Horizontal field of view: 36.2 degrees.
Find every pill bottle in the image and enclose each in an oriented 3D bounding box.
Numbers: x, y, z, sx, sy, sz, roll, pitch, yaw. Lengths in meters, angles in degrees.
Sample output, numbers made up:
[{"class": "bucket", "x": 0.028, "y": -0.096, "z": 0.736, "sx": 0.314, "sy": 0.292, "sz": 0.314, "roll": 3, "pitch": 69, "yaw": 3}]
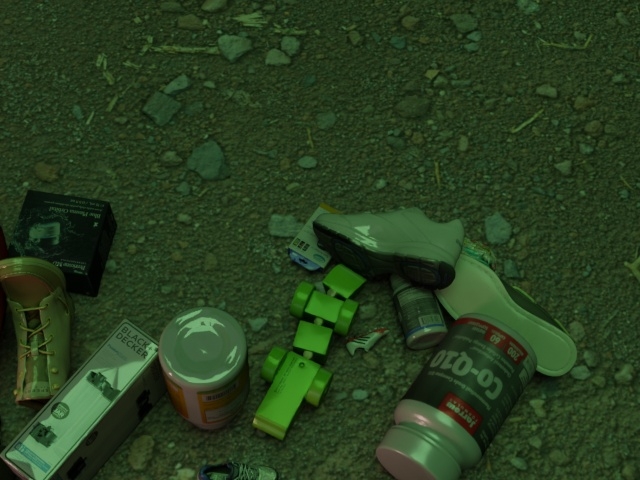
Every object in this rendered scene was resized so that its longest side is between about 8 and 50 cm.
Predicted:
[{"class": "pill bottle", "x": 0.173, "y": 0.119, "z": 1.753, "sx": 0.078, "sy": 0.078, "sz": 0.137, "roll": -11, "pitch": 61, "yaw": -8}, {"class": "pill bottle", "x": 0.224, "y": 0.273, "z": 1.619, "sx": 0.161, "sy": 0.161, "sz": 0.283, "roll": 31, "pitch": 64, "yaw": 15}, {"class": "pill bottle", "x": -0.183, "y": 0.218, "z": 1.585, "sx": 0.136, "sy": 0.246, "sz": 0.136, "roll": 1, "pitch": 60, "yaw": -2}]

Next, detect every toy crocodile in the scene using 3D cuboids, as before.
[{"class": "toy crocodile", "x": -0.017, "y": 0.187, "z": 1.703, "sx": 0.115, "sy": 0.105, "sz": 0.340, "roll": 20, "pitch": 66, "yaw": 10}]

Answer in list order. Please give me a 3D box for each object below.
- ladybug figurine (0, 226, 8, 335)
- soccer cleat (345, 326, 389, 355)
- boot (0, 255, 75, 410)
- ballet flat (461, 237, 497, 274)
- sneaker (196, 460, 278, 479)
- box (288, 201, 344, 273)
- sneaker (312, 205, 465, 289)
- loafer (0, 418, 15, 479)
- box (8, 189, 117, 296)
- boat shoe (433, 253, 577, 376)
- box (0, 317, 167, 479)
[{"class": "ladybug figurine", "x": -0.637, "y": 0.103, "z": 1.642, "sx": 0.305, "sy": 0.162, "sz": 0.449, "roll": -13, "pitch": 64, "yaw": 36}, {"class": "soccer cleat", "x": 0.086, "y": 0.180, "z": 1.745, "sx": 0.083, "sy": 0.029, "sz": 0.036, "roll": -17, "pitch": 71, "yaw": -8}, {"class": "boot", "x": -0.466, "y": 0.158, "z": 1.601, "sx": 0.095, "sy": 0.262, "sz": 0.203, "roll": -3, "pitch": 62, "yaw": -2}, {"class": "ballet flat", "x": 0.217, "y": 0.010, "z": 1.827, "sx": 0.241, "sy": 0.091, "sz": 0.077, "roll": 25, "pitch": 32, "yaw": 7}, {"class": "sneaker", "x": -0.136, "y": 0.387, "z": 1.600, "sx": 0.135, "sy": 0.058, "sz": 0.052, "roll": -1, "pitch": 61, "yaw": -4}, {"class": "box", "x": 0.000, "y": 0.000, "z": 1.843, "sx": 0.081, "sy": 0.028, "sz": 0.136, "roll": 30, "pitch": 66, "yaw": 14}, {"class": "sneaker", "x": 0.123, "y": -0.003, "z": 1.751, "sx": 0.297, "sy": 0.111, "sz": 0.129, "roll": 15, "pitch": 57, "yaw": 28}, {"class": "loafer", "x": -0.526, "y": 0.366, "z": 1.582, "sx": 0.078, "sy": 0.080, "sz": 0.220, "roll": -22, "pitch": 63, "yaw": -13}, {"class": "box", "x": -0.471, "y": 0.005, "z": 1.784, "sx": 0.156, "sy": 0.093, "sz": 0.158, "roll": 8, "pitch": 62, "yaw": 2}, {"class": "boat shoe", "x": 0.321, "y": 0.128, "z": 1.739, "sx": 0.305, "sy": 0.091, "sz": 0.109, "roll": 38, "pitch": 100, "yaw": 14}, {"class": "box", "x": -0.368, "y": 0.284, "z": 1.586, "sx": 0.087, "sy": 0.169, "sz": 0.290, "roll": 32, "pitch": 63, "yaw": 15}]
